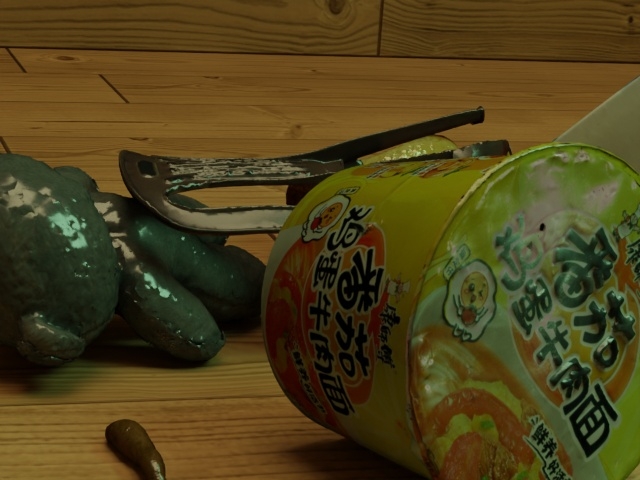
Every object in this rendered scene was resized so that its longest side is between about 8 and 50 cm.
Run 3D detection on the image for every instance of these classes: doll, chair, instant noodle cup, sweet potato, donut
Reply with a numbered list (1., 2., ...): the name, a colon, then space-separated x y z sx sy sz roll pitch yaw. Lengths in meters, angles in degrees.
1. doll: -0.187 0.031 1.467 0.246 0.158 0.340 47 19 24
2. chair: 0.000 0.000 1.497 0.327 0.183 0.175 -7 22 -7
3. instant noodle cup: 0.097 0.051 1.216 0.264 0.264 0.200 -7 11 -37
4. sweet potato: -0.126 0.144 1.206 0.026 0.026 0.115 -2 15 -24
5. donut: 0.043 -0.043 1.737 0.217 0.085 0.141 -14 8 36

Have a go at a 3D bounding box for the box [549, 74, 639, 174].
1. box: 0.287 -0.068 1.663 0.274 0.116 0.203 -39 -9 32
